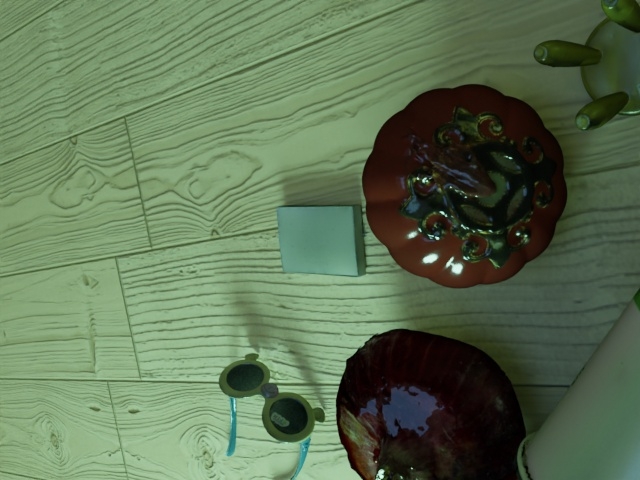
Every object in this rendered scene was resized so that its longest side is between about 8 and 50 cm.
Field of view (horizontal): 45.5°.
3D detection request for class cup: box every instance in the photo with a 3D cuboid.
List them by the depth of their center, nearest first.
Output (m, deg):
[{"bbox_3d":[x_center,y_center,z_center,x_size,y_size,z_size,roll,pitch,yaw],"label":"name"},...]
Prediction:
[{"bbox_3d":[0.352,0.158,0.713,0.253,0.253,0.274,32,110,32],"label":"cup"}]

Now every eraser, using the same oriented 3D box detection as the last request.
[{"bbox_3d":[0.000,0.000,1.116,0.150,0.023,0.103,2,100,41],"label":"eraser"}]

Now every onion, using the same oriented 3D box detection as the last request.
[{"bbox_3d":[0.120,0.233,0.933,0.252,0.219,0.252,13,114,31],"label":"onion"}]

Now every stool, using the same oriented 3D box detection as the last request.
[{"bbox_3d":[0.295,-0.178,0.762,0.135,0.110,0.134,21,112,35],"label":"stool"}]

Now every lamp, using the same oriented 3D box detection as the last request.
[{"bbox_3d":[0.159,-0.058,0.838,0.227,0.227,0.226,10,106,39],"label":"lamp"}]

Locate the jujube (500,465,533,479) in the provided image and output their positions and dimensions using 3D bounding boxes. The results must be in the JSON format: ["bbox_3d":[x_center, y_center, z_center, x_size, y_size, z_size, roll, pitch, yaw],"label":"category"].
[{"bbox_3d":[0.229,0.412,0.835,0.258,0.258,0.376,44,143,25],"label":"jujube"}]

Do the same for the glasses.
[{"bbox_3d":[-0.107,0.320,1.235,0.190,0.088,0.220,34,120,30],"label":"glasses"}]
